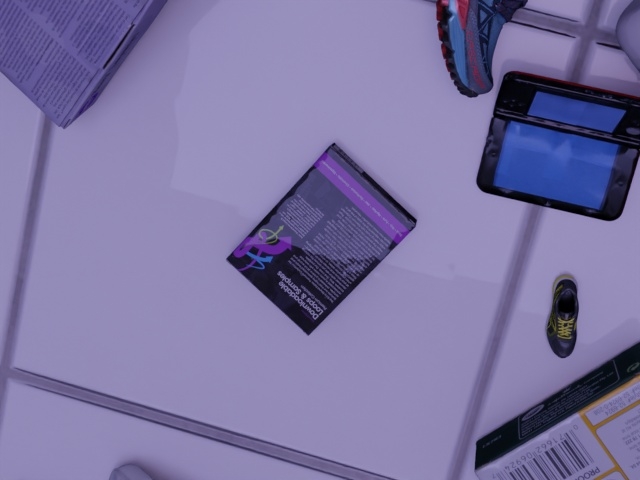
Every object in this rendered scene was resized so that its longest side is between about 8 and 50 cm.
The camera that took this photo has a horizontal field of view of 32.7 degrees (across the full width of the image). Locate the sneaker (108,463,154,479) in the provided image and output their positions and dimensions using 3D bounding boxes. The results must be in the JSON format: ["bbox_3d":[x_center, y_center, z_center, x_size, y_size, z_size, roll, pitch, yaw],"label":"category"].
[{"bbox_3d":[-0.130,0.316,1.157,0.232,0.115,0.090,41,132,22],"label":"sneaker"}]

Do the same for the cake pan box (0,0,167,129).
[{"bbox_3d":[-0.261,-0.266,1.001,0.246,0.070,0.267,43,129,-2],"label":"cake pan box"}]

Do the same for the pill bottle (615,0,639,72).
[{"bbox_3d":[0.451,-0.087,0.892,0.229,0.229,0.407,-38,94,15],"label":"pill bottle"}]

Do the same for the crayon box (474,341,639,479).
[{"bbox_3d":[0.326,0.288,1.075,0.203,0.083,0.323,-34,95,15],"label":"crayon box"}]

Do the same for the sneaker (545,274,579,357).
[{"bbox_3d":[0.236,0.077,1.064,0.031,0.035,0.083,0,103,10],"label":"sneaker"}]

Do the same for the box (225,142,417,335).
[{"bbox_3d":[0.000,0.000,1.089,0.116,0.029,0.162,43,104,-2],"label":"box"}]

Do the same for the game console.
[{"bbox_3d":[0.226,-0.085,1.006,0.144,0.124,0.085,13,78,6],"label":"game console"}]

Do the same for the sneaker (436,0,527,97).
[{"bbox_3d":[0.168,-0.255,0.965,0.125,0.104,0.262,4,104,6],"label":"sneaker"}]
